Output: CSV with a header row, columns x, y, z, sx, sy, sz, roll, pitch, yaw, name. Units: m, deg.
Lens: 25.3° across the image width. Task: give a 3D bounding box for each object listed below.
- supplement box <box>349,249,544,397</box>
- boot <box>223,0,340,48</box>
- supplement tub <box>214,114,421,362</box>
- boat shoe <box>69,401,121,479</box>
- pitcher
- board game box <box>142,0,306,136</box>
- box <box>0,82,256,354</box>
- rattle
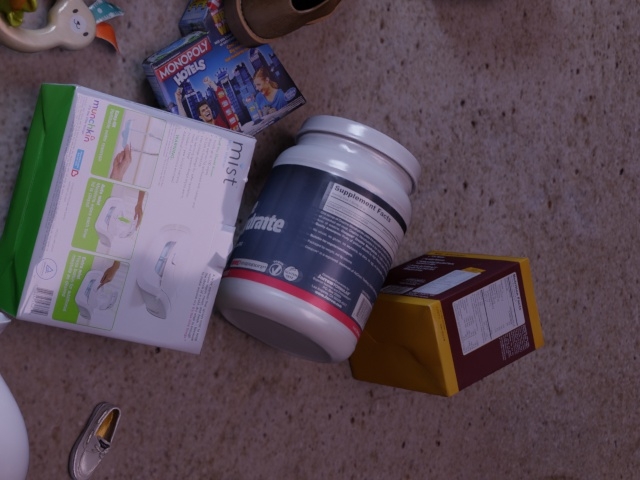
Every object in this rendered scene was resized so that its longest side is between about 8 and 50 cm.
x,y,z,sx,sy,sz,roll,pitch,yaw,name
0.163,0.107,1.942,0.194,0.191,0.129,-22,107,-36,supplement box
0.004,-0.333,1.804,0.112,0.115,0.305,62,38,-17,boot
0.000,0.000,1.802,0.191,0.191,0.272,36,70,-35,supplement tub
-0.265,0.241,1.697,0.035,0.035,0.100,37,69,-35,boat shoe
-0.408,0.193,1.535,0.178,0.125,0.207,-6,98,-7,pitcher
-0.134,-0.214,1.763,0.194,0.060,0.194,-35,113,-33,board game box
-0.223,-0.024,1.618,0.231,0.127,0.262,13,91,-31,box
-0.276,-0.268,1.597,0.200,0.143,0.130,25,58,-32,rattle
